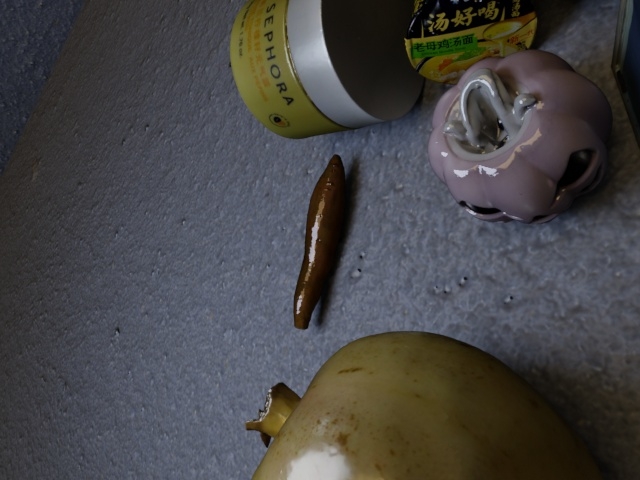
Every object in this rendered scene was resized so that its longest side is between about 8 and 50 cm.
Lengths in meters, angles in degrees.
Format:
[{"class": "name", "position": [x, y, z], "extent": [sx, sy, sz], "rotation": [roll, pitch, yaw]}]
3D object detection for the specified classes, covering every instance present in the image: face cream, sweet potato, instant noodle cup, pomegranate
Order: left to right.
[{"class": "sweet potato", "position": [0.001, 0.000, 0.752], "extent": [0.057, 0.057, 0.265], "rotation": [6, 86, 44]}, {"class": "face cream", "position": [0.012, -0.260, 0.706], "extent": [0.179, 0.218, 0.218], "rotation": [0, 77, 44]}, {"class": "pomegranate", "position": [0.072, 0.229, 0.454], "extent": [0.319, 0.319, 0.319], "rotation": [-15, 67, 40]}, {"class": "instant noodle cup", "position": [0.179, -0.285, 0.618], "extent": [0.151, 0.151, 0.122], "rotation": [-16, 57, 40]}]

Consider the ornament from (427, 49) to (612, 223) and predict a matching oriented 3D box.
[{"class": "ornament", "position": [0.197, -0.105, 0.523], "extent": [0.177, 0.177, 0.178], "rotation": [-15, 67, 40]}]

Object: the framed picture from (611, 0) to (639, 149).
[{"class": "framed picture", "position": [0.292, -0.097, 0.418], "extent": [0.023, 0.189, 0.260], "rotation": [-13, 68, 22]}]
